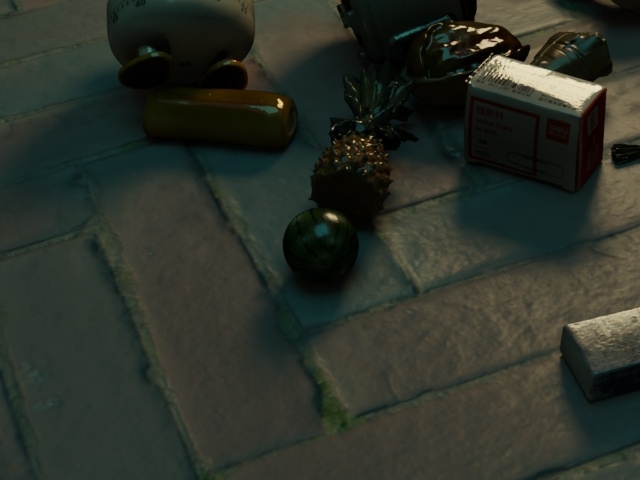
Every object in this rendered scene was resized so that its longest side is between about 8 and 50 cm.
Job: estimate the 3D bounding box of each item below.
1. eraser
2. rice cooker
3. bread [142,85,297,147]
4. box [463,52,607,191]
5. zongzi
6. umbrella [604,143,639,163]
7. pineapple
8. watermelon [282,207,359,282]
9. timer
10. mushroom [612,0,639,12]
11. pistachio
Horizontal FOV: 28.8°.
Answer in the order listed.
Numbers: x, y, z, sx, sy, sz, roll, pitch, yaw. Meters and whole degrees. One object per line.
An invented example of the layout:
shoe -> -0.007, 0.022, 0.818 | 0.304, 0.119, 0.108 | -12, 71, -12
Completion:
eraser -> 0.395, 0.118, 1.450 | 0.213, 0.046, 0.092 | -14, 41, -7
rice cooker -> 0.133, -0.414, 1.950 | 0.227, 0.280, 0.241 | -22, 66, 1
bread -> -0.156, -0.190, 1.870 | 0.239, 0.074, 0.092 | 5, 47, 15
box -> 0.295, -0.163, 1.728 | 0.182, 0.133, 0.099 | 22, 47, 27
zongzi -> 0.327, -0.254, 1.896 | 0.189, 0.081, 0.178 | -33, 23, -8
umbrella -> 0.441, -0.125, 1.751 | 0.083, 0.020, 0.031 | -5, 41, -6
pineapple -> 0.059, -0.139, 1.756 | 0.130, 0.119, 0.277 | -36, 21, 38
watermelon -> -0.001, 0.002, 1.602 | 0.109, 0.109, 0.109 | -4, 40, 3
timer -> -0.219, -0.354, 1.938 | 0.234, 0.233, 0.240 | -7, 69, 0
mushroom -> 0.487, -0.464, 2.035 | 0.215, 0.207, 0.207 | -19, 26, 43
pistachio -> 0.219, -0.271, 1.869 | 0.210, 0.130, 0.165 | -12, 16, -19
